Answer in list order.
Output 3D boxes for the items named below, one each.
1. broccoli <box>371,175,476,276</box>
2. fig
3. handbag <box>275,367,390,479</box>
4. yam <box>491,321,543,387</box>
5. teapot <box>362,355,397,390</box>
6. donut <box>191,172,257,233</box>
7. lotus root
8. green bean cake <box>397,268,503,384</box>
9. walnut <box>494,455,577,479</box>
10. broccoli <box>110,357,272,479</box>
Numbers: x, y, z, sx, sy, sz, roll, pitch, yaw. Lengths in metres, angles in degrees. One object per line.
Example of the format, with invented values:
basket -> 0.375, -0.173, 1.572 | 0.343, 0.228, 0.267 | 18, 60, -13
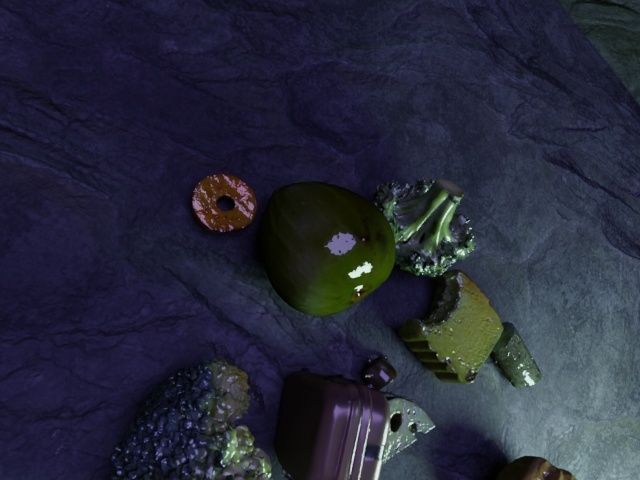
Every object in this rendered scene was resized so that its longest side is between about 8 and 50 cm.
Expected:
broccoli -> 0.254, -0.046, 1.289 | 0.288, 0.235, 0.259 | -8, 115, -36
fig -> 0.000, 0.000, 1.118 | 0.316, 0.316, 0.316 | 7, 75, -25
handbag -> 0.008, 0.411, 1.006 | 0.149, 0.302, 0.283 | 17, 76, -18
yam -> 0.544, 0.332, 1.407 | 0.107, 0.107, 0.183 | -37, 97, -29
teapot -> 0.140, 0.314, 1.223 | 0.068, 0.076, 0.121 | 53, 34, 4
donut -> -0.223, -0.080, 1.143 | 0.152, 0.058, 0.152 | 7, 75, -26
lotus root -> 0.135, 0.439, 1.161 | 0.235, 0.119, 0.138 | -16, 85, -28
green bean cake -> 0.335, 0.223, 1.312 | 0.236, 0.124, 0.233 | -44, 100, -28
walnut -> 0.531, 0.671, 1.241 | 0.257, 0.224, 0.257 | -6, 99, -41
broccoli -> -0.220, 0.397, 0.934 | 0.281, 0.348, 0.293 | 39, 107, -23
